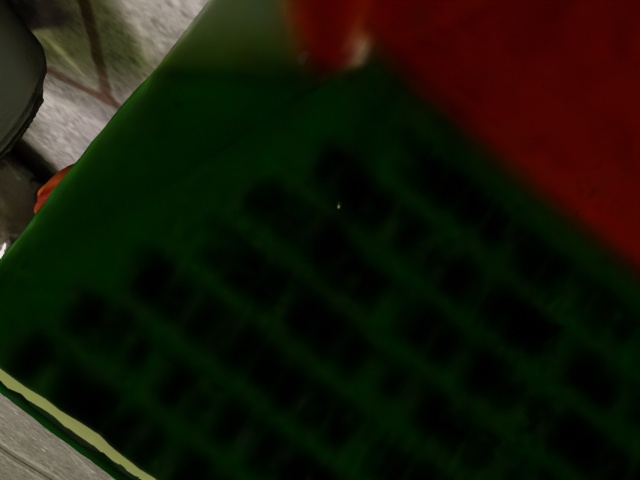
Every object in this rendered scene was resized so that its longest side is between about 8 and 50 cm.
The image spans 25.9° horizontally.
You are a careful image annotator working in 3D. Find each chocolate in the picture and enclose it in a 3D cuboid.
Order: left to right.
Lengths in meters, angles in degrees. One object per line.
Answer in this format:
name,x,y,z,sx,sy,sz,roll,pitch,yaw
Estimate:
chocolate,0.089,0.018,0.600,0.360,0.341,0.161,37,166,-5

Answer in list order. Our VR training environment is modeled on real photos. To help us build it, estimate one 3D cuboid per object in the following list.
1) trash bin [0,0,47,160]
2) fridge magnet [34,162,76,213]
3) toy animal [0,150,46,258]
trash bin,-0.350,-0.163,0.955,0.262,0.217,0.277,55,173,-38
fridge magnet,-0.086,0.075,1.133,0.364,0.155,0.363,28,156,14
toy animal,-0.277,-0.001,1.301,0.168,0.106,0.343,17,154,41
